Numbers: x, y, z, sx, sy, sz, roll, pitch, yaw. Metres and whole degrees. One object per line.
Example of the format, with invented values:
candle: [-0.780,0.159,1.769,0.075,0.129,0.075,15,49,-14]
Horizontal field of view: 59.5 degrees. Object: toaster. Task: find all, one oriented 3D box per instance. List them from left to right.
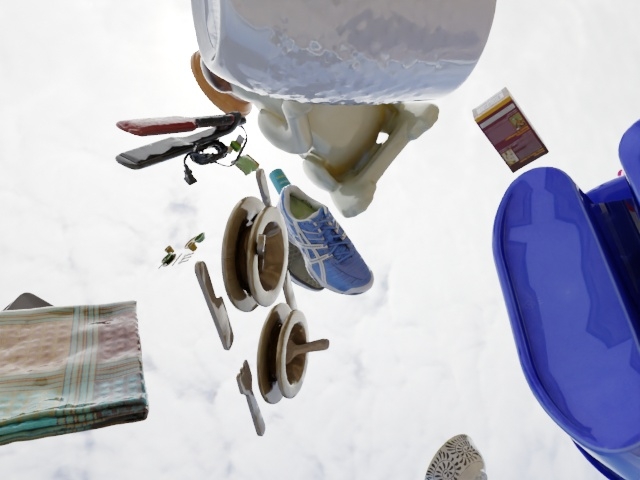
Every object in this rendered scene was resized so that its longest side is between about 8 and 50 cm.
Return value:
toaster: [-0.650,0.213,1.175,0.110,0.168,0.186,43,-134,-21]

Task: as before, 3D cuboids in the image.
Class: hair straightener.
hair straightener: [-0.166,-0.119,0.717,0.230,0.047,0.089,-33,-38,-57]

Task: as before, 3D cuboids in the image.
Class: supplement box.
supplement box: [0.485,-0.281,1.436,0.188,0.104,0.081,47,-152,-19]

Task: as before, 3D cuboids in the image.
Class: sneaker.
sneaker: [-0.089,0.057,1.252,0.226,0.163,0.086,37,-121,7]
sneaker: [0.000,0.000,0.858,0.080,0.081,0.211,-39,-110,-21]

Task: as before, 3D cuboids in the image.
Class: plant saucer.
plant saucer: [-0.238,-0.399,1.402,0.200,0.037,0.200,40,-147,-32]

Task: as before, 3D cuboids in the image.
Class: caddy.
caddy: [0.302,0.057,0.494,0.179,0.241,0.341,37,-141,-40]

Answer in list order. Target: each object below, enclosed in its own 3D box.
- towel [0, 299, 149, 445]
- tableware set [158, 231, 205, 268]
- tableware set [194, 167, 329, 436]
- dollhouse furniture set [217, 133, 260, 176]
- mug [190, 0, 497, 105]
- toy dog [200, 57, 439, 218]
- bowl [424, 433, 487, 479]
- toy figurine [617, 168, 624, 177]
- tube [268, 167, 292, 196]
towel: [-0.403,0.151,0.661,0.370,0.271,0.040,-5,-66,-20]
tableware set: [-0.353,0.021,1.412,0.024,0.154,0.104,50,-129,-24]
tableware set: [-0.032,0.053,0.447,0.128,0.039,0.194,-68,-26,-49]
dollhouse furniture set: [-0.224,-0.250,1.523,0.151,0.058,0.076,41,-148,5]
mug: [-0.009,-0.341,0.762,0.328,0.276,0.374,-10,-140,-22]
toy dog: [-0.026,-0.311,1.112,0.408,0.395,0.284,39,-81,-28]
bowl: [0.318,0.529,1.251,0.170,0.080,0.170,-14,-67,-34]
toy figurine: [0.422,-0.039,0.648,0.130,0.173,0.159,-6,-110,-48]
tube: [-0.099,-0.140,1.795,0.080,0.052,0.207,-21,-116,-23]
